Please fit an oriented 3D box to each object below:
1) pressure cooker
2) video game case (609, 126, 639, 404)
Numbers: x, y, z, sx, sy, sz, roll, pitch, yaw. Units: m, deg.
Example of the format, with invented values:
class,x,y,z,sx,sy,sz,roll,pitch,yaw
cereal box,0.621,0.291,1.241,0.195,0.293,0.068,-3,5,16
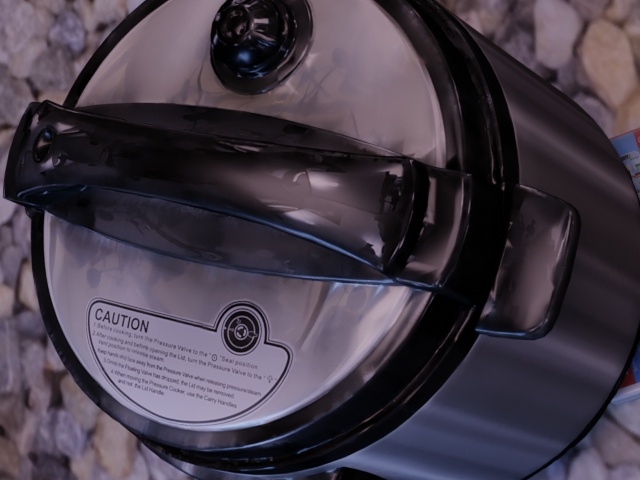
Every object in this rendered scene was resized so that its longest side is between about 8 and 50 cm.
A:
class,x,y,z,sx,sy,sz,roll,pitch,yaw
pressure cooker,0.000,-0.006,1.254,0.370,0.420,0.375,-34,63,19
video game case,0.325,-0.014,1.342,0.285,0.025,0.204,-21,68,18
